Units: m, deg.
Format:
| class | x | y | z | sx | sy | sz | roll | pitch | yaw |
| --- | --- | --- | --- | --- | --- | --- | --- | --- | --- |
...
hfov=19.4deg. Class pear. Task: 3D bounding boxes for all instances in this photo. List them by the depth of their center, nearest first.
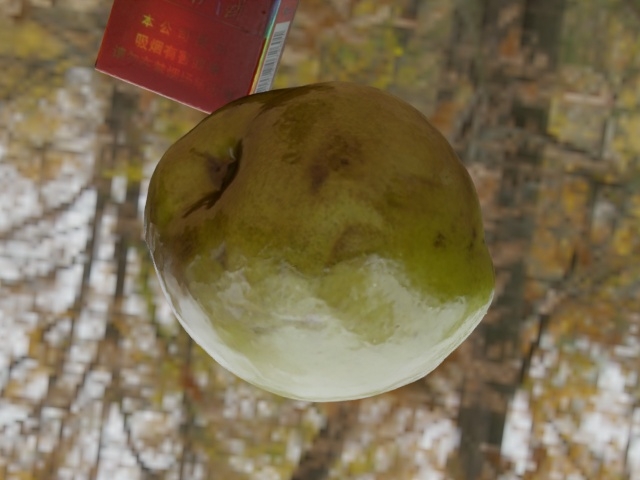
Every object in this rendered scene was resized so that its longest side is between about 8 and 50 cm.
| class | x | y | z | sx | sy | sz | roll | pitch | yaw |
| --- | --- | --- | --- | --- | --- | --- | --- | --- | --- |
| pear | 0.000 | 0.000 | 1.086 | 0.200 | 0.200 | 0.200 | 7 | -172 | -1 |

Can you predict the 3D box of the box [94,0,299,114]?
| class | x | y | z | sx | sy | sz | roll | pitch | yaw |
| --- | --- | --- | --- | --- | --- | --- | --- | --- | --- |
| box | -0.067 | -0.174 | 1.202 | 0.112 | 0.175 | 0.048 | 21 | -164 | 14 |
